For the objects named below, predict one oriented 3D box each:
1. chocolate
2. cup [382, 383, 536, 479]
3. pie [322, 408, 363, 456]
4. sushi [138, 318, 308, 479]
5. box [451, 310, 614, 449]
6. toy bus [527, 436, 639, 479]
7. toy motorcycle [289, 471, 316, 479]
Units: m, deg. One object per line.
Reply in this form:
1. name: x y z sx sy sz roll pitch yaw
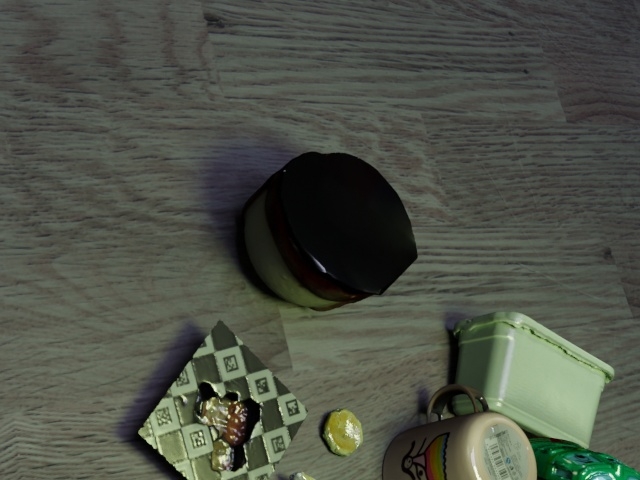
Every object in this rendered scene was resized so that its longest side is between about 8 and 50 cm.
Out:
1. chocolate: 0.000 0.000 1.800 0.284 0.186 0.283 20 50 -25
2. cup: 0.243 0.363 1.815 0.192 0.200 0.252 22 56 -30
3. pie: 0.037 0.321 1.789 0.084 0.020 0.084 20 58 -34
4. sushi: -0.153 0.280 1.634 0.219 0.047 0.231 48 51 -18
5. box: 0.389 0.280 2.007 0.312 0.175 0.182 29 62 -27
6. toy bus: 0.439 0.524 1.838 0.184 0.199 0.343 10 84 -27
7. toy motorcycle: 0.032 0.451 1.686 0.229 0.074 0.151 42 46 -15
